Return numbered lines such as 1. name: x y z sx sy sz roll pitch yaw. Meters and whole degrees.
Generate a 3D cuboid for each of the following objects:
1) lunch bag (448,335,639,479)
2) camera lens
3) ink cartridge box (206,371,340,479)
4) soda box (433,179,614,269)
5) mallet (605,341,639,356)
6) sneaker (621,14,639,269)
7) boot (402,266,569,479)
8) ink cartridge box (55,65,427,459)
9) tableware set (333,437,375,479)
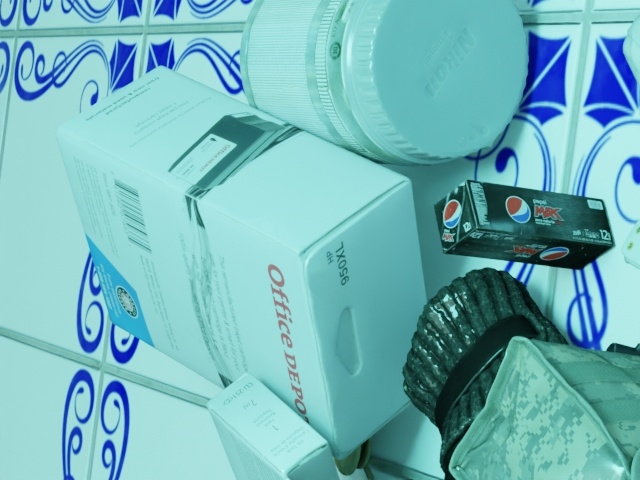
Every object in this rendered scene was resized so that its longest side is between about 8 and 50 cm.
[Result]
1. lunch bag: 0.282 0.219 1.448 0.287 0.235 0.169 51 124 49
2. camera lens: 0.059 -0.192 1.891 0.274 0.219 0.219 10 93 58
3. ink cartridge box: 0.008 0.312 1.876 0.261 0.066 0.296 40 157 38
4. soda box: 0.193 -0.014 1.694 0.060 0.168 0.053 -40 51 48
5. mallet: 0.322 0.055 1.608 0.190 0.062 0.039 -60 8 8
6. sneaker: 0.306 -0.059 1.554 0.169 0.108 0.292 -47 46 21
7. boot: 0.138 0.219 1.725 0.348 0.131 0.260 -50 44 4
8. ink cartridge box: -0.078 0.017 1.929 0.395 0.166 0.285 27 141 39
9. tableware set: 0.027 0.186 2.049 0.194 0.039 0.128 -112 30 -46
